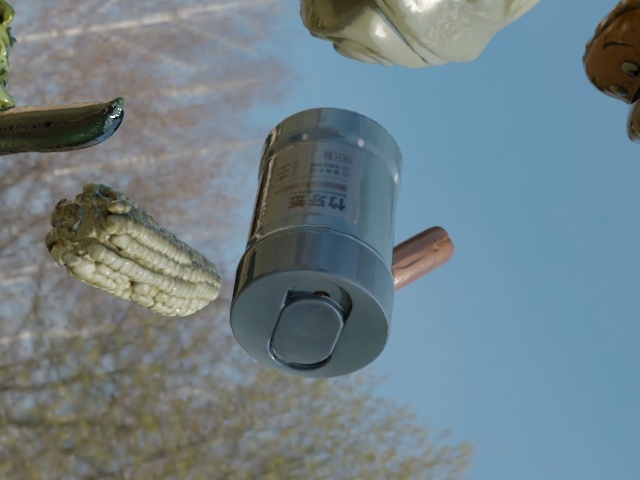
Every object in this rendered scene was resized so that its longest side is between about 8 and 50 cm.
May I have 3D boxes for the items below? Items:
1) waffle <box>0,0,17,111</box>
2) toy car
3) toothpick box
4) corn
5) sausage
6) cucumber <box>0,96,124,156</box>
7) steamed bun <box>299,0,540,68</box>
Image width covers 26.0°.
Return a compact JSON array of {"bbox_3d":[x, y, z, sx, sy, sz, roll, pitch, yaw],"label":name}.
[{"bbox_3d":[-0.518,-0.284,1.808,0.073,0.297,0.317,-8,-90,33],"label":"waffle"},{"bbox_3d":[0.481,-0.239,1.661,0.240,0.340,0.271,39,-26,13],"label":"toy car"},{"bbox_3d":[0.000,0.000,0.896,0.153,0.101,0.101,-83,-177,-46],"label":"toothpick box"},{"bbox_3d":[-0.162,0.019,1.216,0.087,0.087,0.211,66,10,29],"label":"corn"},{"bbox_3d":[0.074,0.016,1.135,0.034,0.083,0.034,33,-42,36],"label":"sausage"},{"bbox_3d":[-0.188,-0.072,0.897,0.184,0.036,0.033,0,-81,46],"label":"cucumber"},{"bbox_3d":[0.065,-0.307,1.389,0.342,0.367,0.255,-74,-176,-64],"label":"steamed bun"}]
